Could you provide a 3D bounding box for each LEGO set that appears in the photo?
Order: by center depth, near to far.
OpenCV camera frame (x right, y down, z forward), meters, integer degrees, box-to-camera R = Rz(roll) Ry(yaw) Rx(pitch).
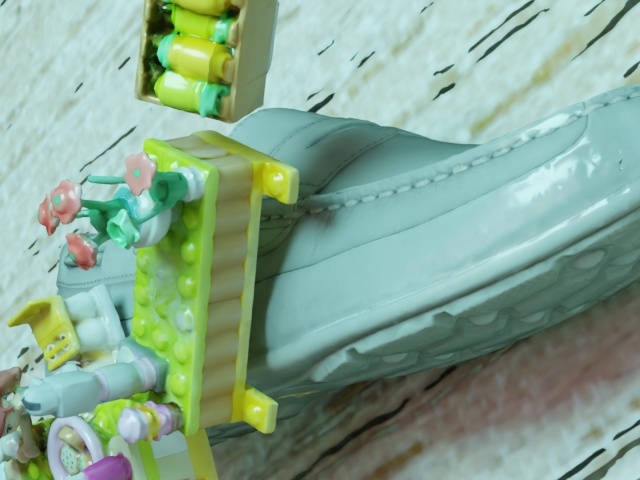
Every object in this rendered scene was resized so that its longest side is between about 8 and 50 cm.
[{"bbox_3d":[-0.094,0.036,0.531,0.132,0.107,0.287,59,137,21],"label":"LEGO set"}]

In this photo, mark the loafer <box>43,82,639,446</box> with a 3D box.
[{"bbox_3d":[0.000,0.000,0.580,0.319,0.112,0.111,-22,76,41],"label":"loafer"}]
